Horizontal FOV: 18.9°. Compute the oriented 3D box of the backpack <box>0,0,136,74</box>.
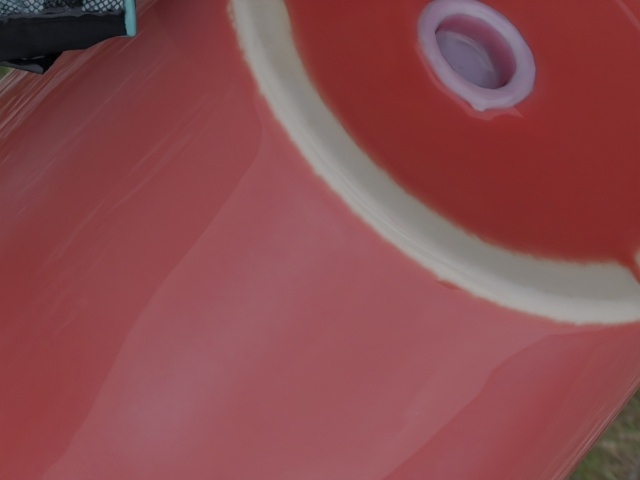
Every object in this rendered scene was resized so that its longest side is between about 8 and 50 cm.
[{"bbox_3d":[-0.126,-0.154,0.518,0.144,0.166,0.188,-6,122,-25],"label":"backpack"}]

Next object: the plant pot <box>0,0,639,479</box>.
[{"bbox_3d":[0.000,0.000,0.673,0.275,0.275,0.243,24,140,-17],"label":"plant pot"}]
